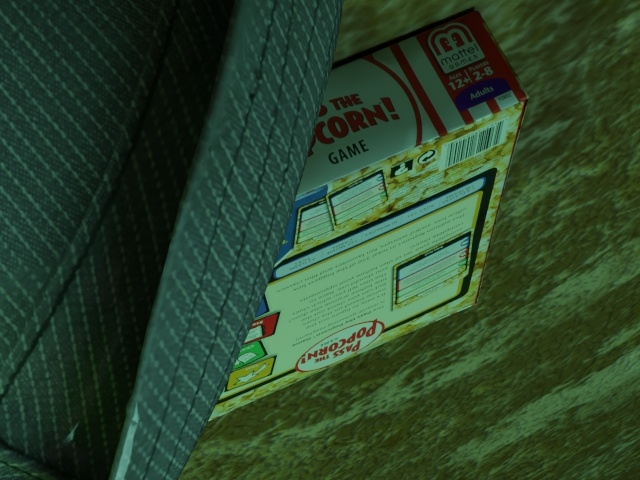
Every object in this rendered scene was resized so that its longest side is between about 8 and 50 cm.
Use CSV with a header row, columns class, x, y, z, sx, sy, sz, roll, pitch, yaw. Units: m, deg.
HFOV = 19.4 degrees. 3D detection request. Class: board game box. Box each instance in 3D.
class,x,y,z,sx,sy,sz,roll,pitch,yaw
board game box,0.000,0.000,0.754,0.146,0.045,0.193,-23,158,-12

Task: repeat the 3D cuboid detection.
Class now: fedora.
class,x,y,z,sx,sy,sz,roll,pitch,yaw
fedora,-0.106,-0.012,0.436,0.124,0.244,0.275,20,139,-22
